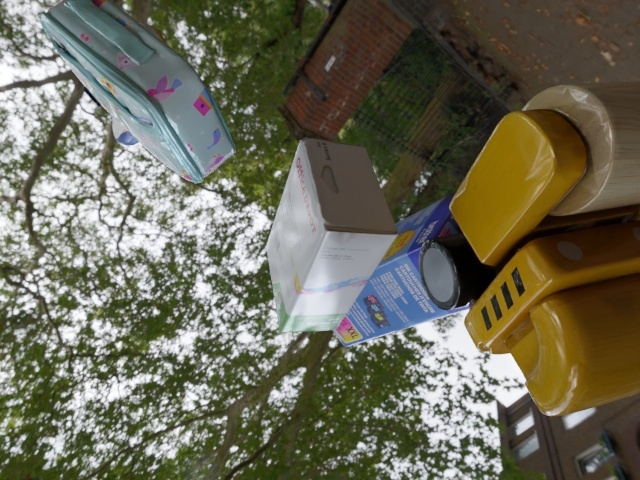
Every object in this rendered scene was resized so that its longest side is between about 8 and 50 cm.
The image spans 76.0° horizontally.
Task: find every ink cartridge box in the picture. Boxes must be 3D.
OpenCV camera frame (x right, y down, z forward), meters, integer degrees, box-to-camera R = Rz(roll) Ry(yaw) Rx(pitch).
[{"bbox_3d":[0.204,0.047,0.865,0.151,0.395,0.270,54,-137,-7],"label":"ink cartridge box"},{"bbox_3d":[0.000,0.000,0.532,0.093,0.212,0.154,2,-131,-19],"label":"ink cartridge box"}]

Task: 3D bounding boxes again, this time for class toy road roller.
[{"bbox_3d":[0.272,0.027,0.430,0.202,0.329,0.241,-9,-126,-16],"label":"toy road roller"}]

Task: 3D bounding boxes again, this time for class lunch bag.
[{"bbox_3d":[-0.267,-0.224,0.603,0.279,0.108,0.224,39,168,17],"label":"lunch bag"}]

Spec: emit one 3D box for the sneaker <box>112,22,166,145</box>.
[{"bbox_3d":[-0.460,-0.354,0.942,0.112,0.296,0.131,38,-147,17],"label":"sneaker"}]
